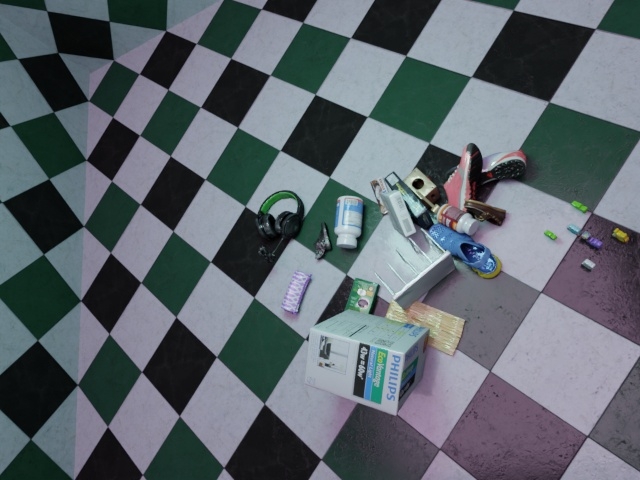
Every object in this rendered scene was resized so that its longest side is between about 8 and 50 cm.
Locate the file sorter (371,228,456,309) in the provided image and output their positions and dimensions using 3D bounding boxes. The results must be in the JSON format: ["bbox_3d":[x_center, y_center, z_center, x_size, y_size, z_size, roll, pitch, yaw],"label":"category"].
[{"bbox_3d":[0.374,0.112,1.686,0.277,0.193,0.173,-40,60,5],"label":"file sorter"}]

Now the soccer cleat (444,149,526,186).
[{"bbox_3d":[0.681,-0.299,1.728,0.318,0.109,0.116,-9,35,35],"label":"soccer cleat"}]

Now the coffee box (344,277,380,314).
[{"bbox_3d":[0.180,0.265,1.829,0.113,0.040,0.184,14,82,27],"label":"coffee box"}]

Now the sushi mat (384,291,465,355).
[{"bbox_3d":[0.418,0.338,1.711,0.316,0.019,0.152,20,84,27],"label":"sushi mat"}]

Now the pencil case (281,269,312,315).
[{"bbox_3d":[-0.113,0.242,1.945,0.088,0.086,0.206,14,83,40],"label":"pencil case"}]

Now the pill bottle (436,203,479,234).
[{"bbox_3d":[0.548,-0.081,1.664,0.152,0.086,0.086,36,93,43],"label":"pill bottle"}]

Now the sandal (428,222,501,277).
[{"bbox_3d":[0.570,0.024,1.662,0.317,0.138,0.126,34,93,30],"label":"sandal"}]

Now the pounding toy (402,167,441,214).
[{"bbox_3d":[0.451,-0.206,1.751,0.094,0.181,0.206,-43,63,8],"label":"pounding toy"}]

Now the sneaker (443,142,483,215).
[{"bbox_3d":[0.560,-0.238,1.682,0.136,0.116,0.314,20,125,39],"label":"sneaker"}]

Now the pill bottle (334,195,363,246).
[{"bbox_3d":[0.128,-0.081,1.901,0.124,0.124,0.222,1,77,25],"label":"pill bottle"}]

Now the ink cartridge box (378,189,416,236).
[{"bbox_3d":[0.319,-0.121,1.743,0.056,0.225,0.181,-24,100,4],"label":"ink cartridge box"}]

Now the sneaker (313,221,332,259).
[{"bbox_3d":[0.001,0.000,1.978,0.089,0.051,0.170,-18,73,15],"label":"sneaker"}]

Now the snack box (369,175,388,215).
[{"bbox_3d":[0.286,-0.205,1.918,0.064,0.022,0.178,-24,67,16],"label":"snack box"}]

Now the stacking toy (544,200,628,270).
[{"bbox_3d":[0.972,-0.018,1.537,0.167,0.052,0.221,-46,61,5],"label":"stacking toy"}]

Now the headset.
[{"bbox_3d":[-0.220,-0.082,2.027,0.243,0.185,0.394,-4,63,24],"label":"headset"}]

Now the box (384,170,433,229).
[{"bbox_3d":[0.377,-0.168,1.774,0.059,0.183,0.233,-38,65,10],"label":"box"}]

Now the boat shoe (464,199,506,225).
[{"bbox_3d":[0.646,-0.107,1.637,0.073,0.206,0.073,29,103,67],"label":"boat shoe"}]

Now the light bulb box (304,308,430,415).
[{"bbox_3d":[0.185,0.435,1.584,0.360,0.358,0.225,10,98,27],"label":"light bulb box"}]
